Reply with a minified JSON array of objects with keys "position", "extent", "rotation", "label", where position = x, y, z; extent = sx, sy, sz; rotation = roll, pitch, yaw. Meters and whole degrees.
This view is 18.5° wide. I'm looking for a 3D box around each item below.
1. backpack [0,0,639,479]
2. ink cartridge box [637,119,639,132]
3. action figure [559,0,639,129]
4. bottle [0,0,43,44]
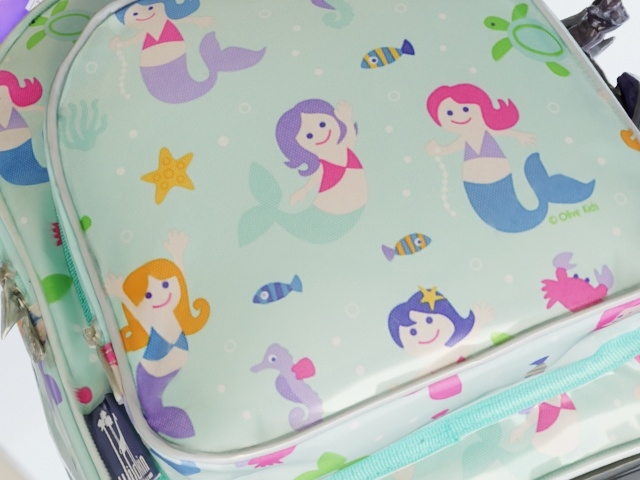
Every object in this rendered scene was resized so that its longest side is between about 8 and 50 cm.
[{"position":[0.000,0.000,0.670],"extent":[0.225,0.253,0.191],"rotation":[-21,146,-10],"label":"backpack"},{"position":[0.306,0.054,0.815],"extent":[0.091,0.385,0.308],"rotation":[86,20,-63],"label":"ink cartridge box"},{"position":[0.113,-0.103,1.082],"extent":[0.185,0.285,0.099],"rotation":[1,125,-37],"label":"action figure"},{"position":[-0.226,-0.141,1.300],"extent":[0.118,0.283,0.092],"rotation":[-35,-139,16],"label":"bottle"}]
